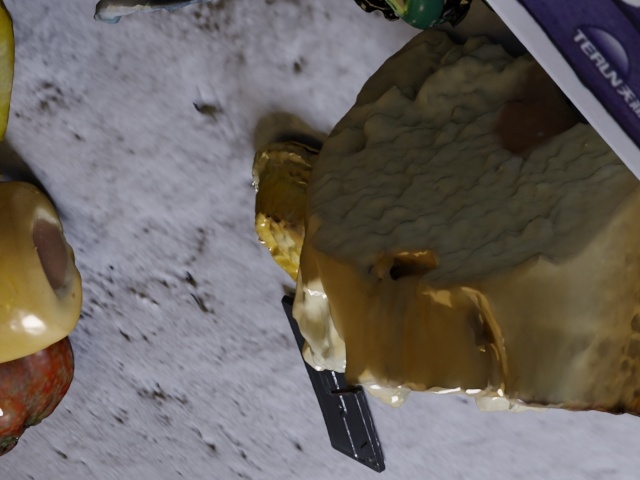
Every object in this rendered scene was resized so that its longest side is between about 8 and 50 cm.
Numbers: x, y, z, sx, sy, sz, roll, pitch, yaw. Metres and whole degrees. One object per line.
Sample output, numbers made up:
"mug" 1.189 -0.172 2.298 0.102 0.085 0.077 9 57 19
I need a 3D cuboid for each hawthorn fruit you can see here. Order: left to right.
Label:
"hawthorn fruit" -0.313 0.072 1.507 0.235 0.181 0.181 58 152 -3

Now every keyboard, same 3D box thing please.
"keyboard" 0.010 0.100 1.250 0.053 0.010 0.155 24 146 37

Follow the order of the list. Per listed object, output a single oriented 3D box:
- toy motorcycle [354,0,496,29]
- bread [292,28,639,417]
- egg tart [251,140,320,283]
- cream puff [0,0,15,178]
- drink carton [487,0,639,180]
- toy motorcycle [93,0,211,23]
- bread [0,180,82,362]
"toy motorcycle" 0.027 -0.169 0.815 0.173 0.058 0.100 49 139 -8
"bread" 0.086 0.045 0.855 0.183 0.211 0.224 7 128 41
"egg tart" 0.000 0.000 1.091 0.129 0.049 0.129 36 152 22
"cream puff" -0.321 -0.156 1.145 0.257 0.291 0.324 16 -160 -43
"drink carton" 0.174 -0.113 0.629 0.134 0.102 0.222 50 146 -5
"toy motorcycle" -0.114 -0.213 0.914 0.239 0.108 0.204 -9 129 27
"bread" -0.334 0.046 1.390 0.305 0.091 0.142 -16 84 17
